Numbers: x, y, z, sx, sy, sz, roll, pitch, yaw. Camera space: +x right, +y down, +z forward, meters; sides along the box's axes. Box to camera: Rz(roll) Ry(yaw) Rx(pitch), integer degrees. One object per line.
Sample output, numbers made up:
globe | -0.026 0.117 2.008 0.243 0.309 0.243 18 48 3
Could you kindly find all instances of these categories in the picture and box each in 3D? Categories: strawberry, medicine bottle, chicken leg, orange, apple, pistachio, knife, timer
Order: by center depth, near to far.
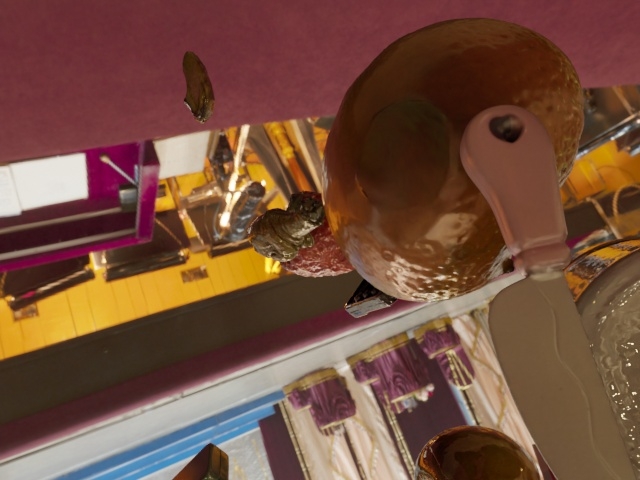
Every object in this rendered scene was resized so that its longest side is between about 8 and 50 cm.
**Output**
knife | 0.163 0.049 0.364 0.081 0.336 0.043 -8 160 2
medicine bottle | 0.349 0.114 0.498 0.237 0.238 0.232 -28 172 15
orange | 0.121 -0.094 0.570 0.196 0.263 0.335 3 129 -43
apple | 0.206 0.325 0.637 0.147 0.163 0.146 4 144 -17
timer | 0.124 0.072 0.898 0.144 0.055 0.187 -51 -175 -23
chicken leg | -0.056 -0.018 0.914 0.227 0.103 0.088 -18 -167 47
pistachio | -0.253 -0.316 1.037 0.049 0.173 0.089 1 152 -38
strawberry | 0.000 0.000 1.450 0.276 0.258 0.257 28 141 -18

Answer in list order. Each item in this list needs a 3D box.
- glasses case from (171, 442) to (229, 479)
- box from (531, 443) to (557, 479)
glasses case | -0.207 0.381 0.705 0.184 0.039 0.078 -46 -164 2
box | 0.497 0.444 0.966 0.123 0.050 0.229 -43 176 14
